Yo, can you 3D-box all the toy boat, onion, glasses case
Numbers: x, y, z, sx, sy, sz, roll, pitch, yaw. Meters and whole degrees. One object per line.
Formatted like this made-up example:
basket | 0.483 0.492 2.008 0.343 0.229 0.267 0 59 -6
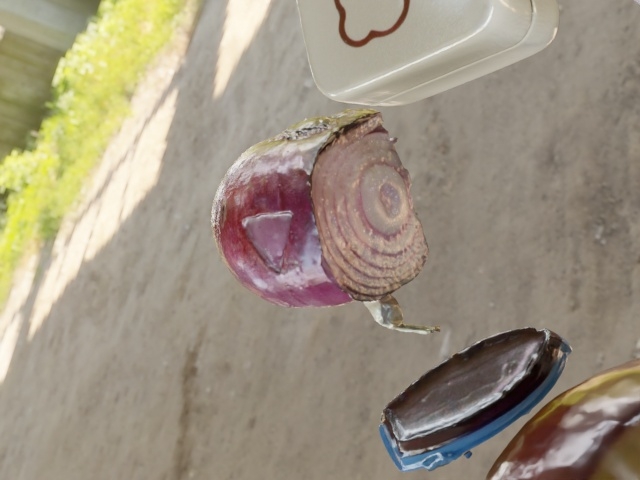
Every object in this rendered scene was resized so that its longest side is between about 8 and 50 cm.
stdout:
toy boat | 0.167 0.167 1.182 0.223 0.097 0.100 -31 53 1
onion | -0.016 -0.026 1.358 0.230 0.256 0.272 -2 85 43
glasses case | 0.038 -0.258 0.681 0.144 0.076 0.336 -19 79 40

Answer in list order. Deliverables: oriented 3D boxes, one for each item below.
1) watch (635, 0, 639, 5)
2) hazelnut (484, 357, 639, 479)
watch | 0.434 -0.265 1.217 0.211 0.217 0.248 -48 18 20
hazelnut | 0.334 0.276 0.993 0.359 0.409 0.359 165 90 -87
